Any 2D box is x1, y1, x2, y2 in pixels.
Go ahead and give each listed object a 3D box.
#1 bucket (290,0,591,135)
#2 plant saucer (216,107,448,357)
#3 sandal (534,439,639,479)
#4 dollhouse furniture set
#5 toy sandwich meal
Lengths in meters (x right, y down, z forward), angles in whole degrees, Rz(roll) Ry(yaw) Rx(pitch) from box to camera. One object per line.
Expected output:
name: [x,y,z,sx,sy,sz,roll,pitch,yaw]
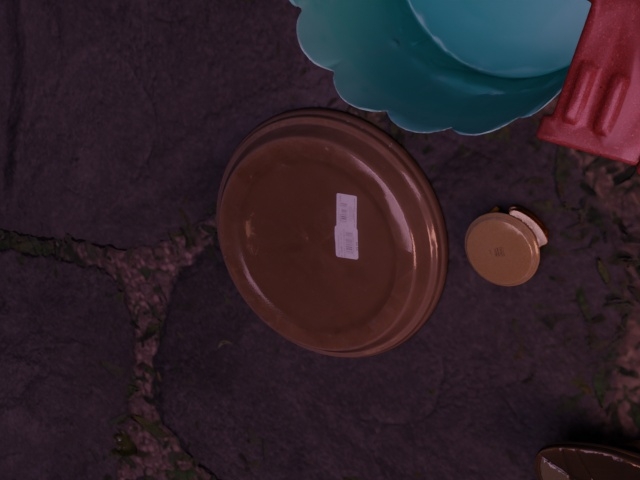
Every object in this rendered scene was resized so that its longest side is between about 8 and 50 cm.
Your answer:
bucket: [0.129,-0.234,0.927,0.281,0.183,0.281,11,113,26]
plant saucer: [0.000,0.000,1.181,0.277,0.041,0.278,11,113,27]
sandal: [0.318,0.222,1.074,0.219,0.060,0.090,-5,113,17]
dollhouse furniture set: [0.309,-0.220,0.771,0.152,0.201,0.374,25,105,25]
toy sandwich meal: [0.179,0.004,1.085,0.085,0.029,0.086,15,120,27]
